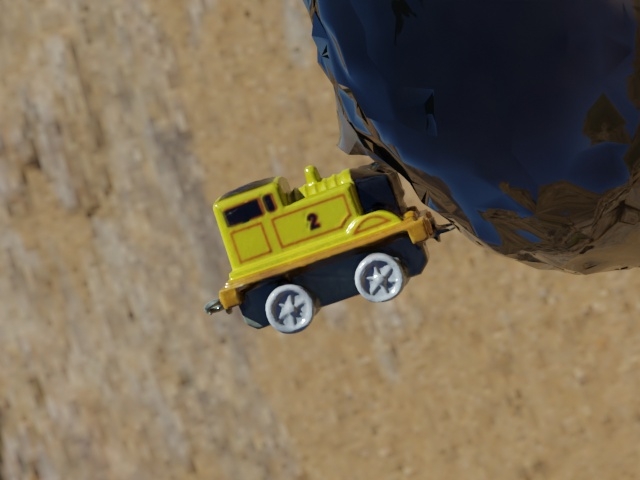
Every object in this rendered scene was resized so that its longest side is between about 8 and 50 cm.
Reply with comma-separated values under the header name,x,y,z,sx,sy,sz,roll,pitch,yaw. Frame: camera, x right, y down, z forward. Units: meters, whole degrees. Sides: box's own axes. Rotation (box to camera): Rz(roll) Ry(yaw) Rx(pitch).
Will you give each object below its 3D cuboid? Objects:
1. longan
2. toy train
name,x,y,z,sx,sy,sz,roll,pitch,yaw
longan,0.157,-0.178,1.156,0.391,0.391,0.391,43,142,47
toy train,0.000,0.000,1.497,0.089,0.219,0.127,-48,-61,-81
